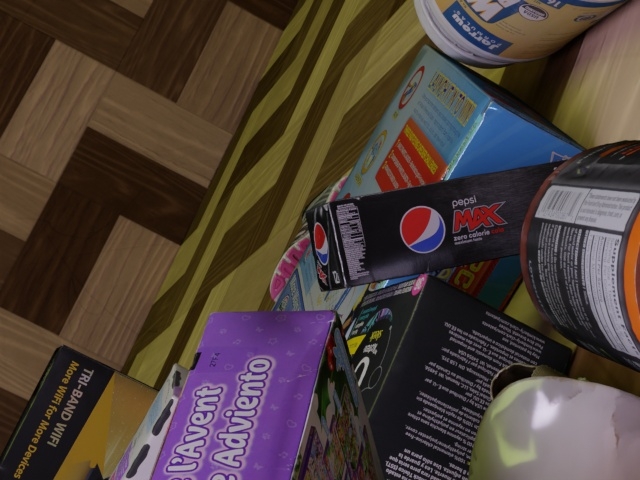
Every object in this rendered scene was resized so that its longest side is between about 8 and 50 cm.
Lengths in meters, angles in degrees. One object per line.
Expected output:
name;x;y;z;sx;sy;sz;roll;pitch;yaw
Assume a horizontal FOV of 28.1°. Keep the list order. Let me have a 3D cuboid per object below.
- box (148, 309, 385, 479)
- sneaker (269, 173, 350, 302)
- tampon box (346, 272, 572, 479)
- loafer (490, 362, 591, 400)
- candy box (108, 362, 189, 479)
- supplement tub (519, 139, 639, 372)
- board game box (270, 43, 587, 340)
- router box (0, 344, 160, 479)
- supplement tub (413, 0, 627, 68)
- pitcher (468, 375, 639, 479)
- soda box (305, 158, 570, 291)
box;-0.007;0.200;0.508;0.201;0.057;0.293;-75;-24;-49
sneaker;0.000;0.000;1.419;0.170;0.063;0.075;-58;11;-4
tampon box;0.055;0.118;0.758;0.161;0.101;0.120;-65;11;-15
loafer;0.121;0.095;0.642;0.056;0.050;0.148;-63;11;-4
candy box;-0.088;0.222;1.003;0.196;0.165;0.070;-60;11;12
supplement tub;0.160;0.010;0.526;0.106;0.106;0.198;-63;11;-1
board game box;0.065;0.012;1.016;0.302;0.086;0.308;-60;11;12
router box;-0.197;0.284;1.157;0.308;0.243;0.081;-65;11;-13
supplement tub;0.162;-0.219;0.968;0.144;0.144;0.200;-66;11;-18
pitcher;0.080;0.183;0.490;0.207;0.126;0.177;-68;-16;-49
soda box;0.081;-0.010;0.789;0.060;0.169;0.053;162;98;-74
